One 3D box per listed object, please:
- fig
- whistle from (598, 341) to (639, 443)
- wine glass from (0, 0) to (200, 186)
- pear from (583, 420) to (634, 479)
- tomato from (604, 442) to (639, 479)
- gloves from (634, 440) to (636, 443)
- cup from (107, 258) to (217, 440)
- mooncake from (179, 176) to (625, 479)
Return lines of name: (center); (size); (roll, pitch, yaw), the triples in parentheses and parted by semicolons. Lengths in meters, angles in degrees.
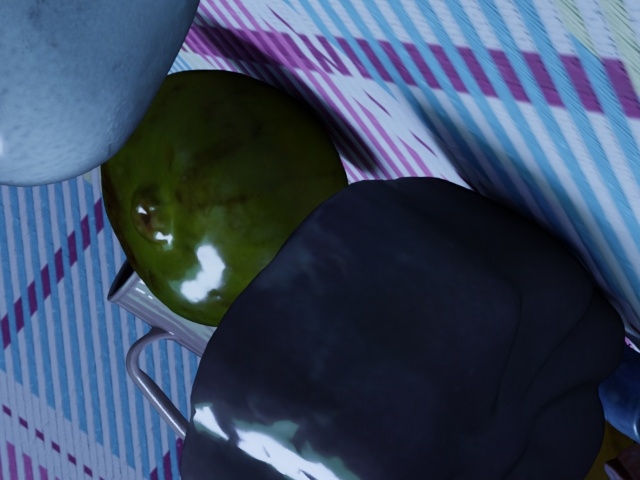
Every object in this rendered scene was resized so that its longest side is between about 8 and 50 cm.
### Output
fig: (-0.058, -0.041, 1.435); (0.225, 0.203, 0.203); (-12, -143, -44)
whistle: (0.282, 0.145, 1.204); (0.062, 0.062, 0.304); (42, 175, -37)
wine glass: (-0.223, -0.102, 1.073); (0.238, 0.323, 0.238); (37, 177, 2)
pear: (0.110, 0.184, 1.558); (0.336, 0.285, 0.285); (28, 170, 37)
tomato: (0.313, 0.221, 1.304); (0.228, 0.112, 0.199); (50, -178, -23)
gloves: (0.318, 0.234, 1.735); (0.181, 0.106, 0.129); (7, -163, -35)
cup: (-0.081, 0.064, 1.981); (0.273, 0.288, 0.208); (36, 140, -10)
mooncake: (0.064, 0.104, 1.178); (0.154, 0.306, 0.306); (29, 172, 32)
